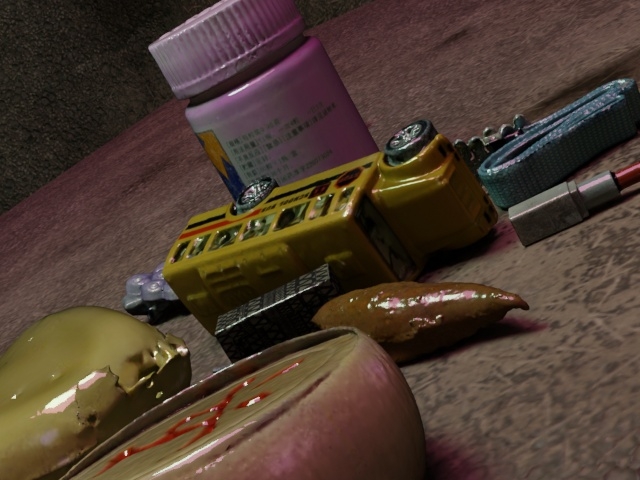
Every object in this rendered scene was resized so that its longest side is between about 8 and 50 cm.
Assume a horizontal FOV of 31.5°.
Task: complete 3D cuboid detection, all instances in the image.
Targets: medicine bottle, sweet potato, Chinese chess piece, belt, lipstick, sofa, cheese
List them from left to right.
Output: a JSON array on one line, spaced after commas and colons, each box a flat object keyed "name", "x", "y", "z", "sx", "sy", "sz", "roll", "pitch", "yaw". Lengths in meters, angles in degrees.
[{"name": "cheese", "x": -0.246, "y": 0.160, "z": 1.035, "sx": 0.315, "sy": 0.128, "sz": 0.260, "roll": -27, "pitch": 22, "yaw": 32}, {"name": "Chinese chess piece", "x": -0.054, "y": 0.149, "z": 0.706, "sx": 0.249, "sy": 0.103, "sz": 0.250, "roll": -28, "pitch": 6, "yaw": 3}, {"name": "medicine bottle", "x": -0.051, "y": -0.136, "z": 1.289, "sx": 0.178, "sy": 0.291, "sz": 0.178, "roll": -28, "pitch": 16, "yaw": 9}, {"name": "sofa", "x": -0.030, "y": 0.074, "z": 1.020, "sx": 0.117, "sy": 0.060, "sz": 0.039, "roll": -26, "pitch": 22, "yaw": 10}, {"name": "sweet potato", "x": 0.074, "y": 0.062, "z": 0.889, "sx": 0.205, "sy": 0.060, "sz": 0.068, "roll": -15, "pitch": 59, "yaw": 39}, {"name": "belt", "x": 0.229, "y": -0.099, "z": 1.110, "sx": 0.179, "sy": 0.065, "sz": 0.100, "roll": -29, "pitch": 24, "yaw": -5}, {"name": "lipstick", "x": 0.226, "y": -0.038, "z": 0.969, "sx": 0.129, "sy": 0.030, "sz": 0.030, "roll": -25, "pitch": 16, "yaw": 15}]

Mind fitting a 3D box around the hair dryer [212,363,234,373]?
[{"name": "hair dryer", "x": -0.060, "y": 0.123, "z": 0.971, "sx": 0.026, "sy": 0.047, "sz": 0.083, "roll": -13, "pitch": 2, "yaw": 26}]

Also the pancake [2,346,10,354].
[{"name": "pancake", "x": -0.481, "y": 0.225, "z": 1.348, "sx": 0.426, "sy": 0.067, "sz": 0.305, "roll": -36, "pitch": 15, "yaw": -15}]

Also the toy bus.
[{"name": "toy bus", "x": 0.000, "y": 0.000, "z": 1.095, "sx": 0.335, "sy": 0.121, "sz": 0.123, "roll": -16, "pitch": 29, "yaw": 40}]

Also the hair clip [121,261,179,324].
[{"name": "hair clip", "x": -0.143, "y": 0.047, "z": 1.361, "sx": 0.195, "sy": 0.052, "sz": 0.124, "roll": -24, "pitch": 24, "yaw": -11}]
